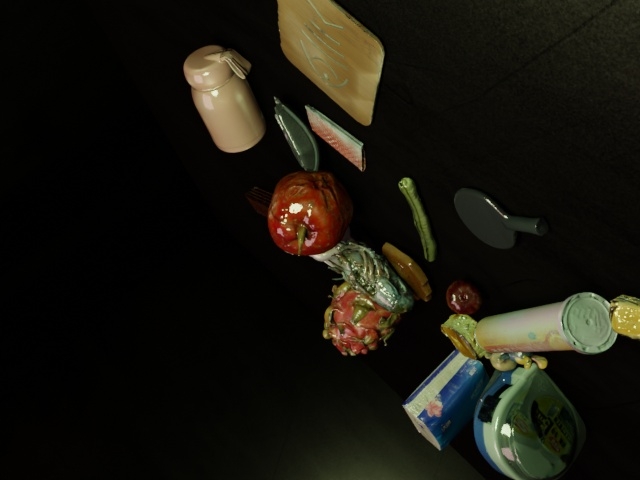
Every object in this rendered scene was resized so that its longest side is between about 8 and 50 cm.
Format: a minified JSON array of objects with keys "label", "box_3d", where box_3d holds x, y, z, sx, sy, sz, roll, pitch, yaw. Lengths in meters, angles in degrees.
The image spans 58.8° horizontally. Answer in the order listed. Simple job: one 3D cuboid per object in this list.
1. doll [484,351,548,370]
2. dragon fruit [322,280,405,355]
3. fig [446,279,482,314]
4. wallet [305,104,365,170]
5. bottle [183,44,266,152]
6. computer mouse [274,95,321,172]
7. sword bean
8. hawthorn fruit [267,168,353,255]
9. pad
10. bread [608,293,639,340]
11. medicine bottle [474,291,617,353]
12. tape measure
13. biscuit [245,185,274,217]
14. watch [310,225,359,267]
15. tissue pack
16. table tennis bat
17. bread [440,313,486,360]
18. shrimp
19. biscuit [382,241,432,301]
[{"label":"doll","box_3d":[0.477,0.290,1.424,0.179,0.101,0.089,-156,71,-67]},{"label":"dragon fruit","box_3d":[0.132,0.241,1.899,0.269,0.291,0.250,48,171,8]},{"label":"fig","box_3d":[0.358,0.141,1.411,0.089,0.089,0.125,44,-174,16]},{"label":"wallet","box_3d":[0.039,-0.256,1.412,0.196,0.020,0.103,41,163,26]},{"label":"bottle","box_3d":[-0.264,-0.414,1.640,0.206,0.173,0.297,5,143,23]},{"label":"computer mouse","box_3d":[-0.056,-0.287,1.523,0.231,0.071,0.126,62,178,-11]},{"label":"sword bean","box_3d":[0.236,-0.046,1.344,0.043,0.038,0.269,6,142,32]},{"label":"hawthorn fruit","box_3d":[-0.032,-0.080,1.607,0.258,0.258,0.262,46,-172,11]},{"label":"pad","box_3d":[0.012,-0.385,1.149,0.286,0.018,0.284,46,165,14]},{"label":"bread","box_3d":[0.522,0.128,0.917,0.106,0.053,0.072,15,121,62]},{"label":"medicine bottle","box_3d":[0.450,0.188,1.197,0.108,0.108,0.426,47,168,5]},{"label":"tape measure","box_3d":[0.523,0.470,1.436,0.259,0.262,0.138,49,156,-5]},{"label":"biscuit","box_3d":[-0.183,-0.134,2.302,0.107,0.073,0.388,55,165,-30]},{"label":"watch","box_3d":[0.000,0.000,1.896,0.248,0.211,0.217,33,170,22]},{"label":"tissue pack","box_3d":[0.410,0.501,1.790,0.137,0.269,0.209,33,159,49]},{"label":"table tennis bat","box_3d":[0.338,-0.037,1.083,0.150,0.027,0.236,54,166,-19]},{"label":"bread","box_3d":[0.406,0.265,1.587,0.128,0.069,0.140,50,169,-2]},{"label":"shrimp","box_3d":[0.132,0.071,1.676,0.372,0.137,0.172,36,130,8]},{"label":"biscuit","box_3d":[0.260,0.100,1.655,0.182,0.034,0.215,39,165,48]}]
